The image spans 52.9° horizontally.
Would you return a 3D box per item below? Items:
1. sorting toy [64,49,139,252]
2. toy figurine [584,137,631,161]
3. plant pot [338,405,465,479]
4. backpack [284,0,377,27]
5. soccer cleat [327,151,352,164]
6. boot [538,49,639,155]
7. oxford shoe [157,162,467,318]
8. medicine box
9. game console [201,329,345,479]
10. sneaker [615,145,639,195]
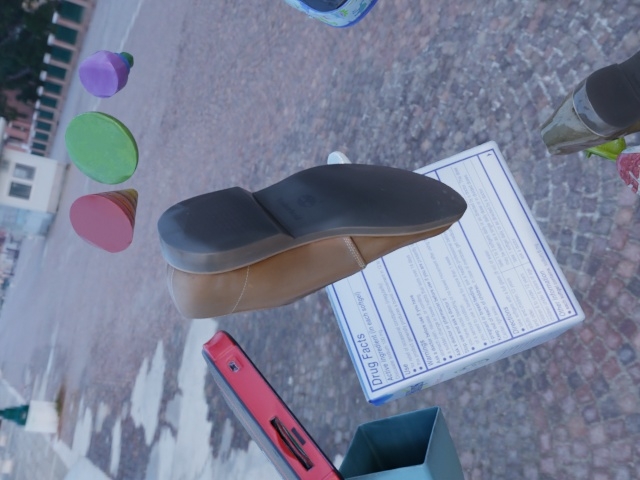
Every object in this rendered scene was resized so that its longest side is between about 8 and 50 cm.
[{"bbox_3d":[-0.349,-0.158,1.107,0.126,0.127,0.365,-66,-10,-55],"label":"sorting toy"},{"bbox_3d":[0.614,-0.204,1.082,0.191,0.362,0.217,-38,-31,-58],"label":"toy figurine"},{"bbox_3d":[0.166,0.445,1.115,0.165,0.234,0.165,-21,11,25],"label":"plant pot"},{"bbox_3d":[0.013,-0.280,0.674,0.114,0.084,0.105,40,102,24],"label":"backpack"},{"bbox_3d":[0.075,-0.100,1.314,0.068,0.076,0.196,3,126,54],"label":"soccer cleat"},{"bbox_3d":[0.419,-0.188,0.874,0.112,0.305,0.115,67,151,11],"label":"boot"},{"bbox_3d":[0.000,0.000,0.423,0.076,0.212,0.076,-126,33,-45],"label":"oxford shoe"},{"bbox_3d":[0.154,0.050,0.883,0.149,0.289,0.263,67,-178,-71],"label":"medicine box"},{"bbox_3d":[-0.069,0.357,1.133,0.386,0.060,0.342,47,161,27],"label":"game console"},{"bbox_3d":[0.534,-0.110,0.929,0.088,0.225,0.093,99,172,-46],"label":"sneaker"}]
